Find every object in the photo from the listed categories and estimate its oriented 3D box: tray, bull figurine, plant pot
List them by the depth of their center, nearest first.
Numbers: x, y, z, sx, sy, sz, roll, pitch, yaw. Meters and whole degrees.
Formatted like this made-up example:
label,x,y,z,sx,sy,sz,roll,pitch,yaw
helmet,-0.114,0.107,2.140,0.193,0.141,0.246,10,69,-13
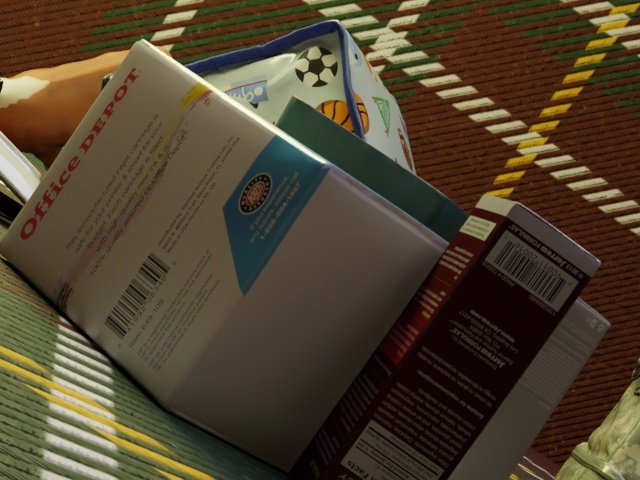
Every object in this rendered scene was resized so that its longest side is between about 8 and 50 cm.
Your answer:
label,x,y,z,sx,sy,sz,roll,pitch,yaw
plant pot,-0.005,0.027,1.701,0.165,0.234,0.166,34,0,17
tray,-0.306,-0.086,1.786,0.145,0.030,0.270,46,-6,-9
bull figurine,-0.281,-0.144,2.194,0.310,0.101,0.188,-6,-31,23

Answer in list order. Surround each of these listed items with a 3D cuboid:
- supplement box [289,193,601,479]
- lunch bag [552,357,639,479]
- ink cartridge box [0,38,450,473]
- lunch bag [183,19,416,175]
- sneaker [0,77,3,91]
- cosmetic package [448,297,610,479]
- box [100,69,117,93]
label,x,y,z,sx,sy,sz,roll,pitch,yaw
supplement box,0.078,0.087,1.274,0.073,0.239,0.130,36,1,-6
lunch bag,0.460,0.320,2.378,0.305,0.256,0.212,35,1,-2
ink cartridge box,-0.062,0.016,1.413,0.197,0.198,0.270,33,2,-42
lunch bag,0.000,0.000,2.162,0.328,0.239,0.385,34,40,-71
sneaker,-0.327,-0.106,1.510,0.118,0.107,0.279,23,-3,1
cosmetic package,0.161,0.138,1.905,0.107,0.238,0.127,37,-4,-43
box,-0.115,-0.026,1.932,0.270,0.216,0.060,35,45,22
